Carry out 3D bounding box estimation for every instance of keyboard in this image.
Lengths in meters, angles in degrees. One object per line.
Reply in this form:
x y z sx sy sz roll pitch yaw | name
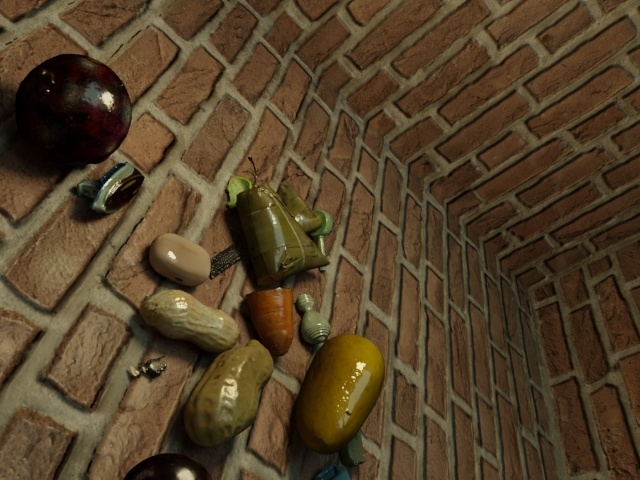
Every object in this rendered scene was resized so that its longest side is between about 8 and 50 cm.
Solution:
-0.324 0.068 1.972 0.060 0.018 0.195 51 31 -2 | keyboard

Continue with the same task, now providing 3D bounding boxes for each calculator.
0.072 0.826 1.776 0.173 0.051 0.292 -7 67 -57 | calculator

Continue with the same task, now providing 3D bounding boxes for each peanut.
-0.237 0.413 1.624 0.192 0.170 0.387 55 30 -13 | peanut

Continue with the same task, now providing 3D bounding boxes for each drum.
0.016 -0.010 2.401 0.049 0.130 0.253 16 48 -52 | drum

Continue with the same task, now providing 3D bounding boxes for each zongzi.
-0.151 -0.094 2.311 0.256 0.115 0.228 -31 72 -35 | zongzi
-0.144 -0.076 2.147 0.418 0.182 0.446 -8 80 -55 | zongzi

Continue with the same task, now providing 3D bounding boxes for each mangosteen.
-0.331 0.592 1.296 0.265 0.229 0.228 68 11 -53 | mangosteen
-0.662 -0.347 1.642 0.359 0.306 0.305 37 30 -65 | mangosteen

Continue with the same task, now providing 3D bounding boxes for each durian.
-0.302 -0.163 2.187 0.100 0.086 0.215 5 46 -11 | durian

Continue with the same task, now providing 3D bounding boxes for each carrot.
-0.147 0.266 1.921 0.159 0.159 0.224 4 68 -53 | carrot

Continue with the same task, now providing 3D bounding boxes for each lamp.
-0.030 0.283 2.105 0.106 0.106 0.192 20 37 -44 | lamp

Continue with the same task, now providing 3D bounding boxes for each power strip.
0.093 0.630 1.989 0.078 0.052 0.272 26 41 -40 | power strip

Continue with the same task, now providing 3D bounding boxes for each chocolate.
-0.359 0.228 1.662 0.309 0.134 0.134 29 40 -34 | chocolate

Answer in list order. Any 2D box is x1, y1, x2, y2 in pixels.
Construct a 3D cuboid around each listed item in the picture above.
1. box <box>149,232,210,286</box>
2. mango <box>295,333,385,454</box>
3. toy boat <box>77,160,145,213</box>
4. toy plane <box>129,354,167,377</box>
-0.422 0.058 1.776 0.200 0.088 0.145 30 39 -38 | box
0.062 0.480 1.841 0.220 0.301 0.445 46 28 -18 | mango
-0.614 -0.161 1.711 0.115 0.114 0.262 23 34 6 | toy boat
-0.445 0.335 1.544 0.049 0.031 0.121 57 28 12 | toy plane
